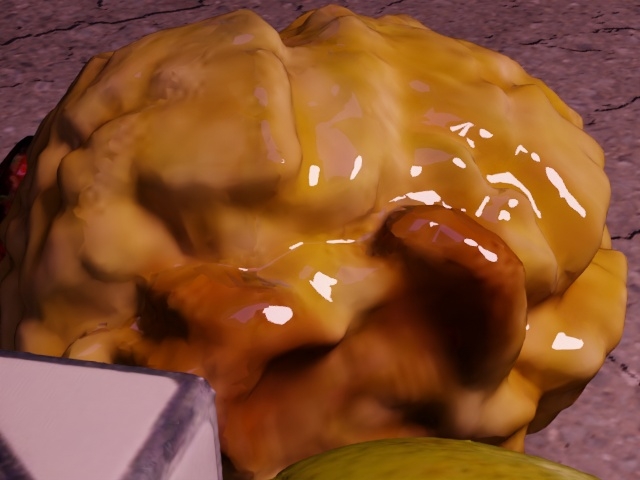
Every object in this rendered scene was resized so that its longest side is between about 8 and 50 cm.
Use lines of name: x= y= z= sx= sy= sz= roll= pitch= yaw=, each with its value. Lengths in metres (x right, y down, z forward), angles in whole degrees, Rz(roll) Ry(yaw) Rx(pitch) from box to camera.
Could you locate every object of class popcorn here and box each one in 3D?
popcorn: x=0.000 y=0.000 z=0.819 sx=0.265 sy=0.225 sz=0.332 roll=-5 pitch=17 yaw=7

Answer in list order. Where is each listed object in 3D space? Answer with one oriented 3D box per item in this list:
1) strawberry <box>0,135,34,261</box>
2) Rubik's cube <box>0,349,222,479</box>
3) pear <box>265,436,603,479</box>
strawberry: x=-0.133 y=-0.002 z=0.958 sx=0.106 sy=0.106 sz=0.106 roll=-2 pitch=29 yaw=1
Rubik's cube: x=-0.147 y=0.162 z=0.543 sx=0.205 sy=0.205 sz=0.207 roll=5 pitch=29 yaw=15
pear: x=0.064 y=0.169 z=0.470 sx=0.239 sy=0.139 sz=0.288 roll=6 pitch=55 yaw=18
